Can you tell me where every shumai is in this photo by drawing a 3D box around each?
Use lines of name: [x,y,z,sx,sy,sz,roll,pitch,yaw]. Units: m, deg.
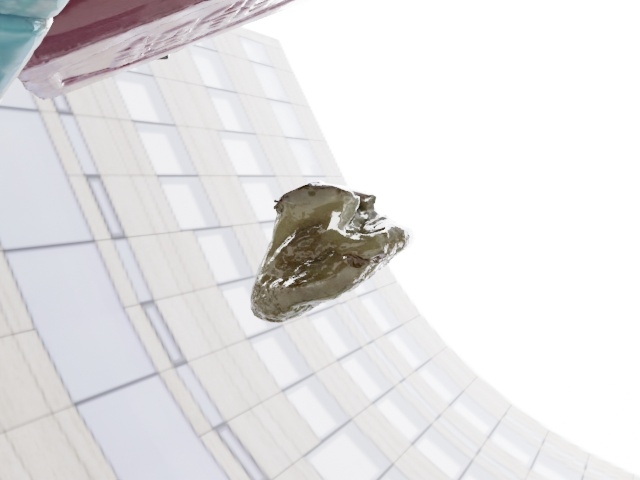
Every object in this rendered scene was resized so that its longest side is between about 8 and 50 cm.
shumai: [0.000,0.000,0.816,0.201,0.201,0.120,-27,-91,24]

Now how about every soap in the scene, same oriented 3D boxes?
soap: [-0.146,-0.271,0.776,0.360,0.233,0.128,-24,-81,-10]

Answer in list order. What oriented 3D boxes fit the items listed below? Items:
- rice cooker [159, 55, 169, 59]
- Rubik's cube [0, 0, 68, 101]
rice cooker: [-0.241,-0.333,1.077,0.112,0.165,0.106,1,-120,-1]
Rubik's cube: [-0.289,-0.220,0.303,0.316,0.322,0.318,-23,-104,50]
